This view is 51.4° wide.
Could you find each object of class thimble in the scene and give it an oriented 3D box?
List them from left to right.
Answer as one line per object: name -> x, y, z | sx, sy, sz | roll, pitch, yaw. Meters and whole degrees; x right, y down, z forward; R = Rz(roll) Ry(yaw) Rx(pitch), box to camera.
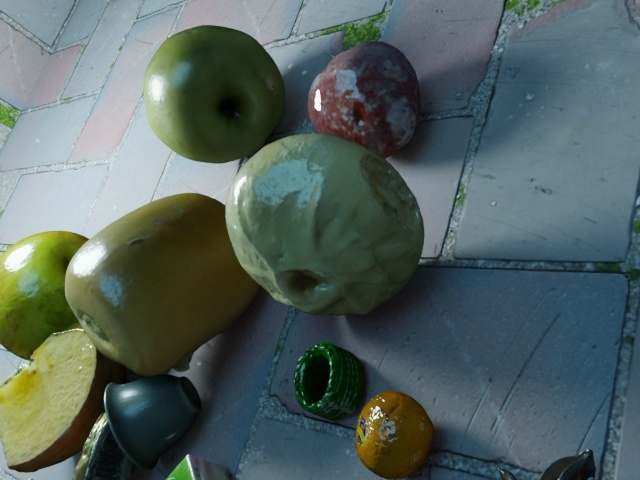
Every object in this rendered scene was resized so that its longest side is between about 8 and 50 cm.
thimble -> 0.014, 0.255, 1.194 | 0.118, 0.090, 0.130 | -39, 43, 19

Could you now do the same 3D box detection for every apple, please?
apple -> -0.657, 0.135, 1.663 | 0.340, 0.340, 0.339 | -22, 52, 30
apple -> -0.577, 0.344, 1.521 | 0.309, 0.252, 0.314 | -37, 9, 3
apple -> -0.271, -0.371, 1.668 | 0.357, 0.357, 0.357 | -22, 52, 30

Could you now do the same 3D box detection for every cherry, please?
cherry -> 0.092, -0.297, 1.394 | 0.236, 0.213, 0.285 | -49, 64, 34

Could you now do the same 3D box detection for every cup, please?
cup -> -0.333, 0.353, 1.391 | 0.150, 0.199, 0.199 | -29, 46, 0

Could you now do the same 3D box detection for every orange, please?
orange -> 0.119, 0.307, 1.050 | 0.135, 0.118, 0.135 | -170, 90, -85

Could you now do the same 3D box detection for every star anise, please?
star anise -> 0.300, 0.388, 0.873 | 0.212, 0.073, 0.196 | -24, 47, 32

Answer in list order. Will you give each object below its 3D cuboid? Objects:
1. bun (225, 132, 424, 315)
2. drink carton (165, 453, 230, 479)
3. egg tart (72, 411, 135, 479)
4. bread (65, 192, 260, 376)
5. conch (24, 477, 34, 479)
bun -> -0.001, 0.005, 1.158 | 0.364, 0.364, 0.202 | -23, 32, 29
drink carton -> -0.272, 0.551, 1.230 | 0.271, 0.108, 0.161 | -48, 36, 8
egg tart -> -0.445, 0.462, 1.412 | 0.094, 0.234, 0.234 | 18, 72, 1
bread -> -0.336, 0.067, 1.429 | 0.376, 0.252, 0.348 | -33, 47, -32
conch -> -0.675, 0.621, 1.532 | 0.155, 0.130, 0.207 | -52, 31, -17
